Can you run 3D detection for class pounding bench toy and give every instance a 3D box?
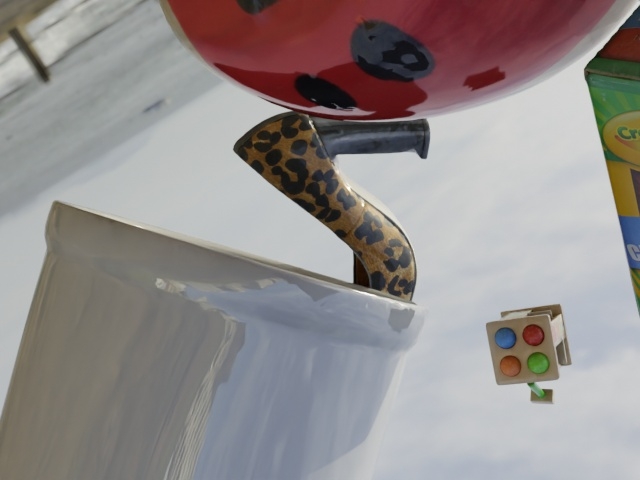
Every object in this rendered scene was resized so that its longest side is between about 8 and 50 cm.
[{"bbox_3d":[0.172,0.100,0.921,0.052,0.083,0.065,-10,-177,23],"label":"pounding bench toy"}]

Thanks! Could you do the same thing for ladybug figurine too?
[{"bbox_3d":[0.029,-0.209,0.734,0.162,0.305,0.449,-37,-167,-34],"label":"ladybug figurine"}]

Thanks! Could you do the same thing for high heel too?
[{"bbox_3d":[0.000,0.000,1.095,0.186,0.261,0.093,-2,-157,-18],"label":"high heel"}]

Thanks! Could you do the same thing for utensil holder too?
[{"bbox_3d":[-0.116,0.194,0.952,0.327,0.328,0.385,-171,-84,-76],"label":"utensil holder"}]

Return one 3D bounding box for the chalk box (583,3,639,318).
[{"bbox_3d":[0.262,-0.061,0.566,0.180,0.289,0.179,18,-125,42],"label":"chalk box"}]
